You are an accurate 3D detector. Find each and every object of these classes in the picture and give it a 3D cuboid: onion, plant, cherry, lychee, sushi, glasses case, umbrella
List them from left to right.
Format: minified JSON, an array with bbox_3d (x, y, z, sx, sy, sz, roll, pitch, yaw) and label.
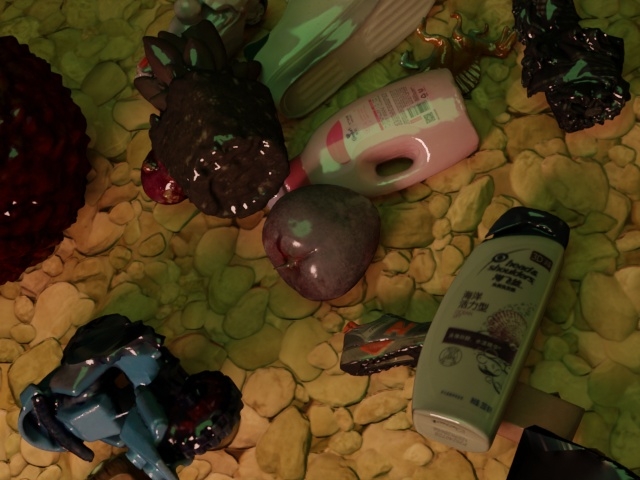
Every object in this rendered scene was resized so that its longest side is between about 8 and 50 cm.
[{"bbox_3d":[-0.563,-0.106,1.687,0.424,0.425,0.500,-8,44,13],"label":"lychee"},{"bbox_3d":[-0.242,-0.109,1.765,0.107,0.097,0.107,-14,66,33],"label":"onion"},{"bbox_3d":[-0.172,-0.186,1.660,0.182,0.194,0.321,-57,40,25],"label":"plant"},{"bbox_3d":[-0.001,-0.004,1.620,0.176,0.140,0.176,5,77,-23],"label":"cherry"},{"bbox_3d":[0.257,0.228,1.504,0.193,0.070,0.102,21,47,25],"label":"glasses case"},{"bbox_3d":[0.365,-0.322,1.667,0.154,0.128,0.337,-11,62,12],"label":"umbrella"},{"bbox_3d":[0.328,0.364,1.339,0.227,0.212,0.216,19,88,19],"label":"sushi"}]

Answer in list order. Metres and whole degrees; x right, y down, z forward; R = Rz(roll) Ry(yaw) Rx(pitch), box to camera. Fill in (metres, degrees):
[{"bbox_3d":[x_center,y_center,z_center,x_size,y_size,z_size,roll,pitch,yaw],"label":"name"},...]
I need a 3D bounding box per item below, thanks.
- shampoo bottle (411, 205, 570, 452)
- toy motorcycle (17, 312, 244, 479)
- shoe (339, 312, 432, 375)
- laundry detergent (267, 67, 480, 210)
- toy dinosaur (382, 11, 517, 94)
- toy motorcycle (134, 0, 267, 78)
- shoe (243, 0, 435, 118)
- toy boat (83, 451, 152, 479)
[{"bbox_3d":[0.225,0.106,1.499,0.134,0.078,0.360,15,57,21],"label":"shampoo bottle"},{"bbox_3d":[-0.280,0.234,1.552,0.232,0.172,0.416,-45,37,-20],"label":"toy motorcycle"},{"bbox_3d":[0.118,0.135,1.573,0.194,0.074,0.077,-13,60,13],"label":"shoe"},{"bbox_3d":[0.066,-0.136,1.691,0.335,0.088,0.159,-24,74,7],"label":"laundry detergent"},{"bbox_3d":[0.195,-0.270,1.741,0.142,0.057,0.212,33,91,6],"label":"toy dinosaur"},{"bbox_3d":[-0.197,-0.340,1.807,0.260,0.171,0.110,-43,62,-7],"label":"toy motorcycle"},{"bbox_3d":[0.033,-0.364,1.778,0.363,0.132,0.160,-42,61,2],"label":"shoe"},{"bbox_3d":[-0.348,0.420,1.573,0.293,0.099,0.108,-42,89,-5],"label":"toy boat"}]
